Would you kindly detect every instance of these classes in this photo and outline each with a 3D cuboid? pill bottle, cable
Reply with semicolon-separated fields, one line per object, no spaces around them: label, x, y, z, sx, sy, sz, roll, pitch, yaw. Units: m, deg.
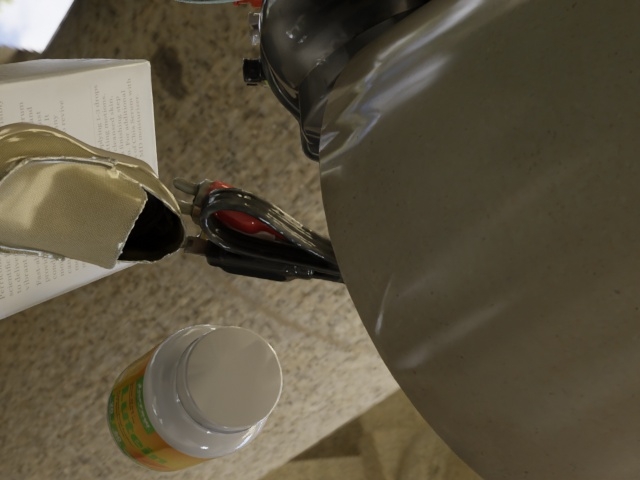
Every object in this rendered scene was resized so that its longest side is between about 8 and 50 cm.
pill bottle;-0.132;0.165;1.164;0.136;0.245;0.136;8;-109;-23
cable;0.000;0.000;0.988;0.287;0.139;0.072;10;-120;1

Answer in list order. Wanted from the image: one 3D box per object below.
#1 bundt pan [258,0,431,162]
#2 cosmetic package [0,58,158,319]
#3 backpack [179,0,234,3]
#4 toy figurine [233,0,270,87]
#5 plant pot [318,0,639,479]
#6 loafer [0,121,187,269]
bundt pan;0.105;-0.160;0.669;0.331;0.331;0.124;53;-171;6
cosmetic package;-0.354;-0.047;1.093;0.453;0.161;0.230;-26;-63;-60
backpack;-0.114;-0.367;1.121;0.191;0.225;0.253;-73;-26;-49
toy figurine;-0.039;-0.331;1.561;0.148;0.209;0.213;-4;-144;3
plant pot;0.181;-0.054;0.410;0.256;0.274;0.256;22;-131;-28
loafer;-0.196;-0.030;0.909;0.092;0.102;0.268;33;-165;22
